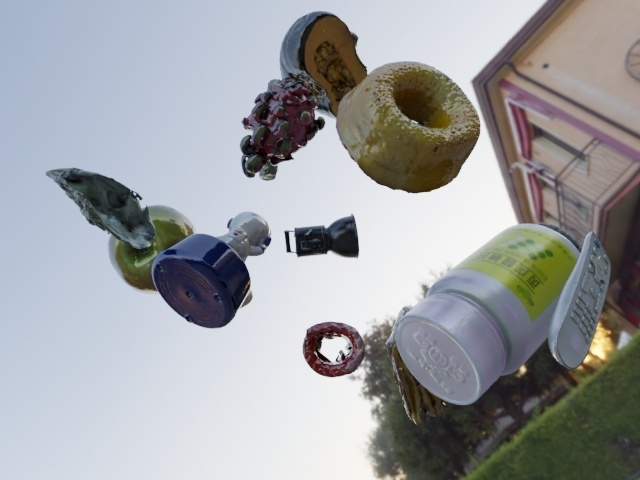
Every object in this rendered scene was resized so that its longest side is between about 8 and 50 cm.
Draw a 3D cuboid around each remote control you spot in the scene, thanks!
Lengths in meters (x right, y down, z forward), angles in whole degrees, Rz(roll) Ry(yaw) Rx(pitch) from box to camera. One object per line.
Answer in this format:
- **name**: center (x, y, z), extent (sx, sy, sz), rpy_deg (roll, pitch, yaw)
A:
- **remote control**: center (0.369, 0.082, 0.619), extent (0.044, 0.073, 0.229), rpy_deg (-19, 26, 54)

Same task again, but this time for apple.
- **apple**: center (-0.620, 0.037, 1.635), extent (0.338, 0.339, 0.305), rpy_deg (-32, -4, -14)

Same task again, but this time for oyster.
- **oyster**: center (-0.535, -0.077, 1.085), extent (0.087, 0.200, 0.252), rpy_deg (-20, -16, 38)

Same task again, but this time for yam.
- **yam**: center (-0.169, -0.394, 1.537), extent (0.083, 0.083, 0.372), rpy_deg (19, -109, -52)

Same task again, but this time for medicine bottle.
- **medicine bottle**: center (0.339, 0.130, 0.847), extent (0.378, 0.213, 0.214), rpy_deg (-30, -35, -31)

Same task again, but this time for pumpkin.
- **pumpkin**: center (0.002, -0.538, 1.313), extent (0.242, 0.232, 0.325), rpy_deg (-45, -45, -10)

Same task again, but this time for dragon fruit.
- **dragon fruit**: center (-0.123, -0.301, 1.157), extent (0.272, 0.218, 0.198), rpy_deg (-34, -53, -4)

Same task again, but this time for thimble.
- **thimble**: center (0.042, 0.335, 1.322), extent (0.189, 0.163, 0.125), rpy_deg (4, -18, 6)

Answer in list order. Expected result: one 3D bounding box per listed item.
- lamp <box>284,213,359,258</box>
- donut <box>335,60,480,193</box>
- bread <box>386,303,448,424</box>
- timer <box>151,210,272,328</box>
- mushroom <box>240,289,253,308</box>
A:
- **lamp**: center (0.000, 0.000, 1.375), extent (0.227, 0.172, 0.147), rpy_deg (-7, -82, -4)
- **donut**: center (0.174, -0.225, 0.810), extent (0.277, 0.278, 0.108), rpy_deg (-19, -19, -29)
- **bread**: center (0.319, 0.347, 1.282), extent (0.167, 0.278, 0.324), rpy_deg (-15, 2, 21)
- **timer**: center (-0.276, 0.046, 1.303), extent (0.383, 0.270, 0.270), rpy_deg (-52, -19, -47)
- **mushroom**: center (-0.315, 0.189, 1.573), extent (0.148, 0.148, 0.112), rpy_deg (3, -78, -46)
